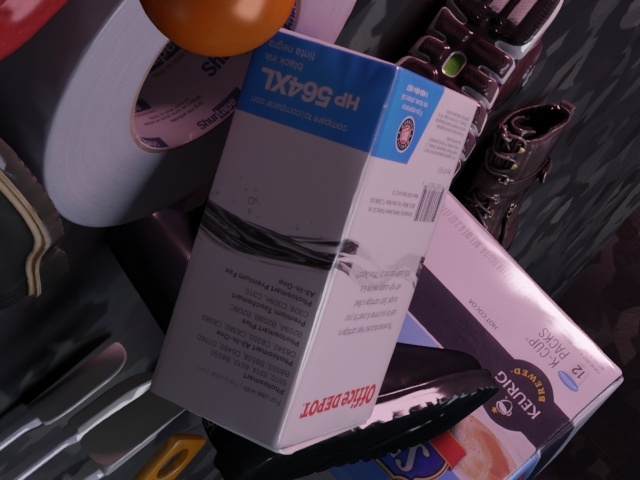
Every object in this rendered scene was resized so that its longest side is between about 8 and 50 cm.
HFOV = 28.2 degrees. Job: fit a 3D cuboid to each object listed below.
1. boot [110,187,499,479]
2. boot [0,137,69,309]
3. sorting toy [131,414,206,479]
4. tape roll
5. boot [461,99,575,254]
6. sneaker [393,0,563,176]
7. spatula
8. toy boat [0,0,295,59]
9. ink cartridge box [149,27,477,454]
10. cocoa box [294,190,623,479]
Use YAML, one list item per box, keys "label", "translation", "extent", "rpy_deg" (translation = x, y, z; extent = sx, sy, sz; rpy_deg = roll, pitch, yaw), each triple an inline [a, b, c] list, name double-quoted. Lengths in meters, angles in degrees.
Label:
- label: "boot"
  translation: [-0.007, 0.052, 0.886]
  extent: [0.246, 0.207, 0.094]
  rpy_deg: [-7, 151, -39]
- label: "boot"
  translation: [-0.192, 0.014, 0.587]
  extent: [0.137, 0.077, 0.198]
  rpy_deg: [-37, 161, -16]
- label: "sorting toy"
  translation: [-0.061, 0.092, 1.192]
  extent: [0.348, 0.047, 0.196]
  rpy_deg: [-45, 159, -5]
- label: "tape roll"
  translation: [-0.075, -0.111, 0.650]
  extent: [0.219, 0.072, 0.219]
  rpy_deg: [-42, 163, -16]
- label: "boot"
  translation: [0.172, -0.040, 1.408]
  extent: [0.263, 0.091, 0.229]
  rpy_deg: [-35, 155, -44]
- label: "sneaker"
  translation: [0.100, -0.101, 1.043]
  extent: [0.281, 0.106, 0.162]
  rpy_deg: [-47, 166, 1]
- label: "spatula"
  translation: [-0.207, 0.159, 0.872]
  extent: [0.242, 0.168, 0.019]
  rpy_deg: [-37, 119, -20]
- label: "toy boat"
  translation: [-0.068, -0.130, 0.467]
  extent: [0.231, 0.151, 0.151]
  rpy_deg: [-45, 173, -3]
- label: "ink cartridge box"
  translation: [0.000, 0.000, 0.698]
  extent: [0.148, 0.086, 0.203]
  rpy_deg: [4, 106, -69]
- label: "cocoa box"
  translation: [0.068, 0.159, 1.125]
  extent: [0.228, 0.231, 0.347]
  rpy_deg: [-37, 164, -18]
